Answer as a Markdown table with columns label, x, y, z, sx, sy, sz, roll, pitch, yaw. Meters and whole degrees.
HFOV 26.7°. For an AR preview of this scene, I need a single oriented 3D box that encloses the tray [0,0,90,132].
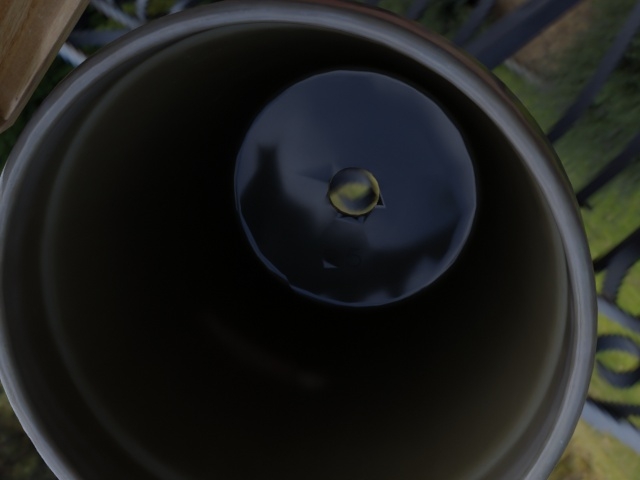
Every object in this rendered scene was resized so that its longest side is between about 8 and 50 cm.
| label | x | y | z | sx | sy | sz | roll | pitch | yaw |
| --- | --- | --- | --- | --- | --- | --- | --- | --- | --- |
| tray | -0.136 | -0.138 | 0.515 | 0.076 | 0.203 | 0.411 | 45 | 135 | -1 |

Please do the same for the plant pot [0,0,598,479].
| label | x | y | z | sx | sy | sz | roll | pitch | yaw |
| --- | --- | --- | --- | --- | --- | --- | --- | --- | --- |
| plant pot | 0.000 | 0.000 | 0.814 | 0.323 | 0.323 | 0.280 | 55 | -163 | -9 |
